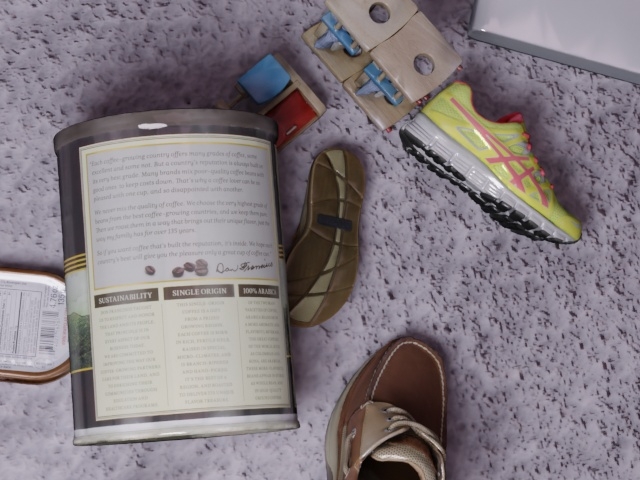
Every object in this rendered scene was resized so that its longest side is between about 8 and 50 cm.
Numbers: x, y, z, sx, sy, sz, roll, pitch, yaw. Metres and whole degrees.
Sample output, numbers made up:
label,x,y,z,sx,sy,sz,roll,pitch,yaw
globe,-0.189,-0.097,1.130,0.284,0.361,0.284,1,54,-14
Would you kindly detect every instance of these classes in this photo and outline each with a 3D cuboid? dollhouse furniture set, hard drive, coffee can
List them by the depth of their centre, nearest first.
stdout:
label,x,y,z,sx,sy,sz,roll,pitch,yaw
coffee can,-0.128,0.037,1.486,0.202,0.201,0.275,-3,82,-11
dollhouse furniture set,0.014,-0.142,1.577,0.184,0.129,0.129,-41,91,-14
hard drive,0.277,-0.327,1.699,0.203,0.040,0.307,14,79,-8

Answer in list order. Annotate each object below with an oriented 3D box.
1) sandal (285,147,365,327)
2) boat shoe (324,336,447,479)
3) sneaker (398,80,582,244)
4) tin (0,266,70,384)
label,x,y,z,sx,sy,sz,roll,pitch,yaw
sandal,0.000,0.000,1.597,0.072,0.049,0.180,17,71,-16
boat shoe,0.068,0.209,1.486,0.123,0.116,0.324,27,47,-13
sneaker,0.181,-0.074,1.609,0.208,0.081,0.094,38,79,-16
tin,-0.304,0.074,1.535,0.190,0.040,0.106,5,76,-10
